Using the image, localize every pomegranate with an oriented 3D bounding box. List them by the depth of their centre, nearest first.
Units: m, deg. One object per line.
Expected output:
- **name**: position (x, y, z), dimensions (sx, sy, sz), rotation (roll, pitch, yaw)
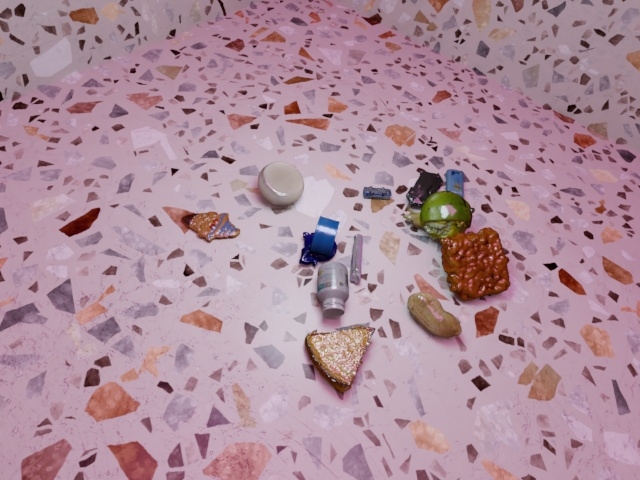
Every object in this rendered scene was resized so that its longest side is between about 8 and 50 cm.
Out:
- **pomegranate**: position (0.582, -0.120, 1.984), dimensions (0.341, 0.260, 0.260), rotation (4, 48, 28)

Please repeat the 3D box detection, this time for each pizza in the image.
- **pizza**: position (0.064, 0.419, 1.593), dimensions (0.251, 0.074, 0.287), rotation (29, 54, 11)

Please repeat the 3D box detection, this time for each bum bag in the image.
- **bum bag**: position (0.560, -0.281, 2.195), dimensions (0.142, 0.079, 0.326), rotation (38, 53, 8)

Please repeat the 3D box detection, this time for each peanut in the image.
- **peanut**: position (0.485, 0.317, 1.715), dimensions (0.137, 0.122, 0.253), rotation (-30, 67, -36)

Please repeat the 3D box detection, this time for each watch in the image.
- **watch**: position (0.007, -0.004, 1.816), dimensions (0.171, 0.200, 0.196), rotation (10, 49, -7)

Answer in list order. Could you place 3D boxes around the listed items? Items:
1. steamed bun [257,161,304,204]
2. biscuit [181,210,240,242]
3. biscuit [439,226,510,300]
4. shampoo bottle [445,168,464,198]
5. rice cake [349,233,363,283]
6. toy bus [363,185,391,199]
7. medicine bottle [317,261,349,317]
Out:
- **steamed bun**: position (-0.202, -0.271, 2.005), dimensions (0.232, 0.145, 0.231), rotation (9, 61, -17)
- **biscuit**: position (-0.511, -0.073, 1.877), dimensions (0.280, 0.043, 0.183), rotation (18, 50, -1)
- **biscuit**: position (0.714, 0.111, 1.857), dimensions (0.312, 0.110, 0.318), rotation (-10, 89, -14)
- **shampoo bottle**: position (0.747, -0.289, 2.240), dimensions (0.104, 0.061, 0.258), rotation (14, 53, 0)
- **rice cake**: position (0.170, 0.079, 1.873), dimensions (0.049, 0.055, 0.269), rotation (13, 51, -6)
- **toy bus**: position (0.298, -0.249, 2.131), dimensions (0.153, 0.061, 0.051), rotation (2, 52, -10)
- **medicine bottle**: position (0.053, 0.210, 1.705), dimensions (0.135, 0.135, 0.215), rotation (5, 53, -6)
